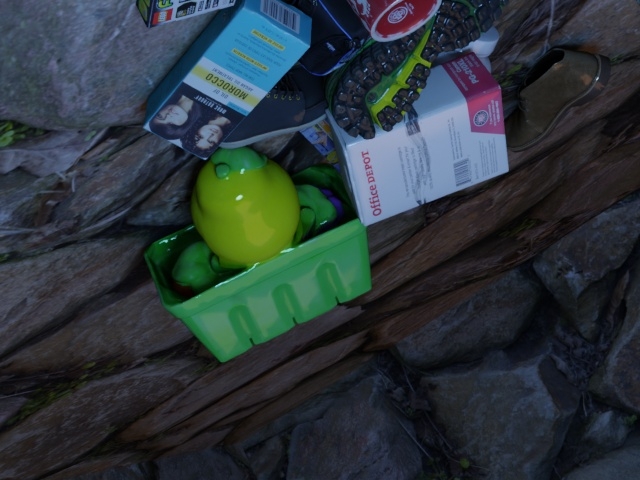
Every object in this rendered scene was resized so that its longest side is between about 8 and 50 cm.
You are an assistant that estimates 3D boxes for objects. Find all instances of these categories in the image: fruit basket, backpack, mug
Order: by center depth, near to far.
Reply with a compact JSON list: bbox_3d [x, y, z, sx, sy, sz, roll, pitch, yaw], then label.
[{"bbox_3d":[0.045,-0.316,1.258,0.150,0.169,0.113,-11,157,-43],"label":"mug"},{"bbox_3d":[0.010,-0.274,1.443,0.084,0.105,0.114,-41,-179,-35],"label":"backpack"},{"bbox_3d":[-0.116,-0.024,1.839,0.392,0.283,0.392,-7,116,-15],"label":"fruit basket"}]

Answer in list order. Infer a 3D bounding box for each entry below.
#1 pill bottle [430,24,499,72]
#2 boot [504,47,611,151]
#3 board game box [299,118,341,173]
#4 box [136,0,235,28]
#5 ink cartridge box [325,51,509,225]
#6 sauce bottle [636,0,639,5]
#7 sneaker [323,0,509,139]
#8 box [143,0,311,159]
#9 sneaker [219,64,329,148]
[{"bbox_3d":[0.187,-0.240,1.723,0.121,0.121,0.216,-12,140,-40],"label":"pill bottle"},{"bbox_3d":[0.408,-0.270,2.115,0.115,0.112,0.305,14,151,-19],"label":"boot"},{"bbox_3d":[0.051,-0.188,1.819,0.136,0.035,0.201,-30,155,9],"label":"board game box"},{"bbox_3d":[-0.132,-0.314,1.213,0.114,0.036,0.207,-20,163,-22],"label":"box"},{"bbox_3d":[0.142,-0.145,1.632,0.237,0.100,0.172,-21,137,-5],"label":"ink cartridge box"},{"bbox_3d":[0.645,-0.489,1.771,0.344,0.111,0.111,-41,159,32],"label":"sauce bottle"},{"bbox_3d":[0.120,-0.305,1.507,0.343,0.146,0.134,-45,125,10],"label":"sneaker"},{"bbox_3d":[-0.121,-0.211,1.423,0.100,0.060,0.244,26,133,-25],"label":"box"},{"bbox_3d":[-0.055,-0.209,1.567,0.222,0.083,0.118,-27,158,-13],"label":"sneaker"}]
